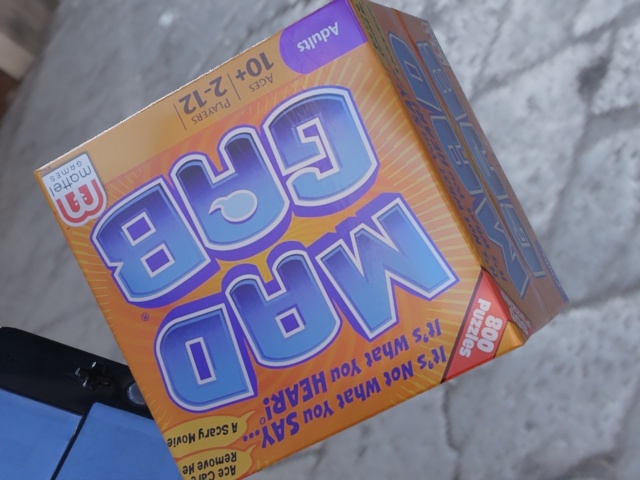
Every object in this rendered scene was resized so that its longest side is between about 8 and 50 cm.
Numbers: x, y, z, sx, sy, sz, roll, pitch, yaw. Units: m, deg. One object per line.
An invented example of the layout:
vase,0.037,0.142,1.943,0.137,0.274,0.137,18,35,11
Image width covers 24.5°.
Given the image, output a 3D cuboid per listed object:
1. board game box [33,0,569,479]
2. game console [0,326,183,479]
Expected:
board game box,0.000,0.000,1.517,0.356,0.356,0.356,-28,-4,16
game console,-0.311,0.283,1.789,0.386,0.342,0.060,-69,1,-50
